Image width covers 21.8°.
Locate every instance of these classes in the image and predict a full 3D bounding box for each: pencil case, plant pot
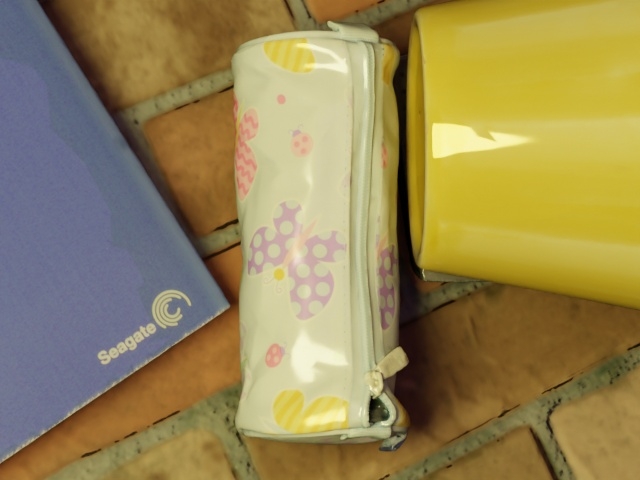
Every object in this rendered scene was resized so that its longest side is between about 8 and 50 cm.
[{"bbox_3d":[0.000,0.000,1.076,0.113,0.124,0.273,1,80,-17],"label":"pencil case"},{"bbox_3d":[0.177,-0.062,1.033,0.239,0.254,0.254,-2,81,-1],"label":"plant pot"}]

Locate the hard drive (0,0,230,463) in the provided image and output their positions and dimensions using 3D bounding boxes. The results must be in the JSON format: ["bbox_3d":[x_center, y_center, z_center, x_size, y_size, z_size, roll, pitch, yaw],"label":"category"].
[{"bbox_3d":[-0.227,-0.035,1.039,0.210,0.040,0.318,-34,97,-20],"label":"hard drive"}]

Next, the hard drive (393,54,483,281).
[{"bbox_3d":[0.170,-0.059,1.175,0.255,0.054,0.172,-7,84,-18],"label":"hard drive"}]
